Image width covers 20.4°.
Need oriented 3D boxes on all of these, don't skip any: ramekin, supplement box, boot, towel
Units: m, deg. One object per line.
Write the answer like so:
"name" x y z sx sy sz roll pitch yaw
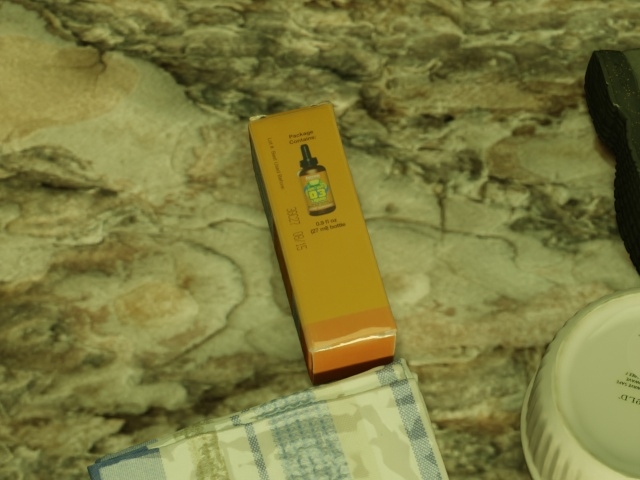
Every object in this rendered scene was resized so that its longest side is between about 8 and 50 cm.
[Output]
"ramekin" 0.261 0.134 1.394 0.207 0.109 0.207 -3 61 5
"supplement box" 0.000 0.000 1.520 0.078 0.080 0.233 -12 65 -5
"boot" 0.335 -0.075 1.551 0.161 0.083 0.246 -6 64 -8
"towel" -0.028 0.228 1.429 0.285 0.034 0.209 -17 66 -5
